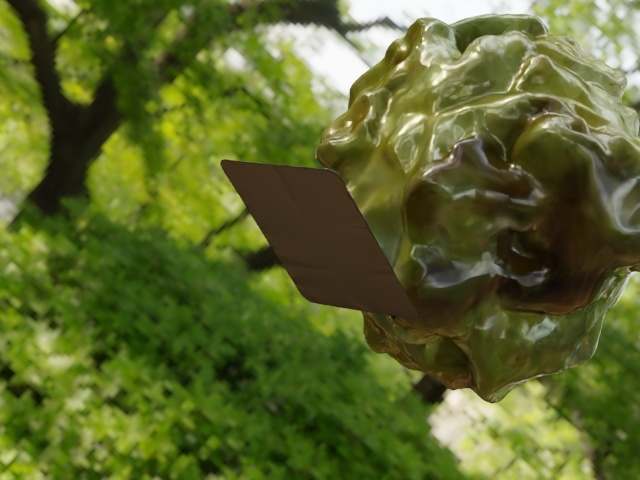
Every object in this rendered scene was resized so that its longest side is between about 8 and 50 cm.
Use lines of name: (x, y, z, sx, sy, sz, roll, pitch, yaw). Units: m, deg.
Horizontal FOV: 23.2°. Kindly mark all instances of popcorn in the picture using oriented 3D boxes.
popcorn: (0.133, -0.041, 1.301, 0.312, 0.312, 0.312, 42, 0, 0)

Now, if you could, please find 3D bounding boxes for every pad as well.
pad: (0.000, 0.000, 1.130, 0.112, 0.003, 0.157, 8, -38, 38)
